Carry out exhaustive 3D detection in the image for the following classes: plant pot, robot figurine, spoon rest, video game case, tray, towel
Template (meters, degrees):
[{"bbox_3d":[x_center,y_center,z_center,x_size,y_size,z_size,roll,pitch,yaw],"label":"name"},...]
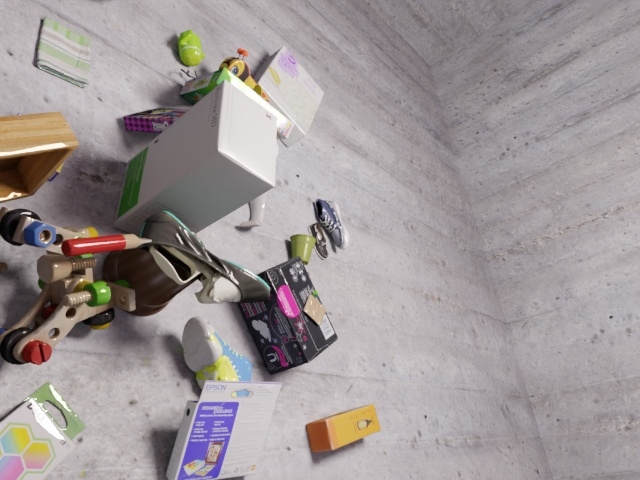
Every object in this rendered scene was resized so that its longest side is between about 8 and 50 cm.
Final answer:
[{"bbox_3d":[-0.058,0.032,1.461,0.083,0.083,0.079,28,59,-41],"label":"plant pot"},{"bbox_3d":[-0.333,0.055,0.993,0.167,0.165,0.167,31,46,-39],"label":"plant pot"},{"bbox_3d":[-0.389,-0.572,1.429,0.101,0.067,0.115,60,16,-67],"label":"robot figurine"},{"bbox_3d":[-0.195,-0.164,1.383,0.084,0.137,0.276,52,36,-71],"label":"spoon rest"},{"bbox_3d":[-0.330,-0.305,1.200,0.210,0.232,0.041,-41,136,-56],"label":"video game case"},{"bbox_3d":[-0.600,-0.095,0.704,0.076,0.203,0.411,60,34,-3],"label":"tray"},{"bbox_3d":[-0.591,-0.438,1.110,0.113,0.023,0.152,20,53,-46],"label":"towel"}]

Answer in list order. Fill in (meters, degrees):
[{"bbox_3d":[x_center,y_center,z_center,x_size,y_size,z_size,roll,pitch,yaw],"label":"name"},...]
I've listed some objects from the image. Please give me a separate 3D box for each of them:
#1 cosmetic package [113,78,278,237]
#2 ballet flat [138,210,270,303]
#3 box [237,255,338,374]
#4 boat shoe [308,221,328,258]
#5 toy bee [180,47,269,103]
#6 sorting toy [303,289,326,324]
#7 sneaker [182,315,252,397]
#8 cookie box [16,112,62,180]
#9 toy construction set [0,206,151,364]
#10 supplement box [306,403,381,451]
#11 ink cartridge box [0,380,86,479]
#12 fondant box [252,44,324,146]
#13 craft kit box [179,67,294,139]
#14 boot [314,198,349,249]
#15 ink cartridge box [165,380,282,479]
[{"bbox_3d":[-0.270,-0.147,1.032,0.155,0.366,0.196,29,46,-40],"label":"cosmetic package"},{"bbox_3d":[-0.226,0.062,0.911,0.280,0.095,0.096,37,50,-17],"label":"ballet flat"},{"bbox_3d":[-0.092,0.191,1.242,0.163,0.142,0.247,-23,88,-57],"label":"box"},{"bbox_3d":[0.000,0.000,1.584,0.046,0.038,0.125,-7,73,-54],"label":"boat shoe"},{"bbox_3d":[-0.244,-0.484,1.449,0.195,0.162,0.298,38,7,20],"label":"toy bee"},{"bbox_3d":[-0.012,0.168,1.224,0.062,0.012,0.083,43,41,-21],"label":"sorting toy"},{"bbox_3d":[-0.224,0.270,1.070,0.126,0.091,0.240,-29,104,-66],"label":"sneaker"},{"bbox_3d":[-0.568,-0.185,0.953,0.107,0.040,0.091,32,44,-39],"label":"cookie box"},{"bbox_3d":[-0.399,0.053,0.810,0.237,0.309,0.257,-11,85,-60],"label":"toy construction set"},{"bbox_3d":[0.068,0.507,1.299,0.233,0.080,0.078,8,63,-49],"label":"supplement box"},{"bbox_3d":[-0.461,0.320,0.734,0.109,0.062,0.209,56,34,-10],"label":"ink cartridge box"},{"bbox_3d":[-0.125,-0.526,1.725,0.238,0.096,0.330,44,37,-25],"label":"fondant box"},{"bbox_3d":[-0.238,-0.370,1.347,0.250,0.247,0.061,33,74,-36],"label":"craft kit box"},{"bbox_3d":[0.033,-0.056,1.652,0.086,0.069,0.190,9,52,-42],"label":"boot"},{"bbox_3d":[-0.191,0.382,0.979,0.206,0.045,0.208,20,87,-45],"label":"ink cartridge box"}]
